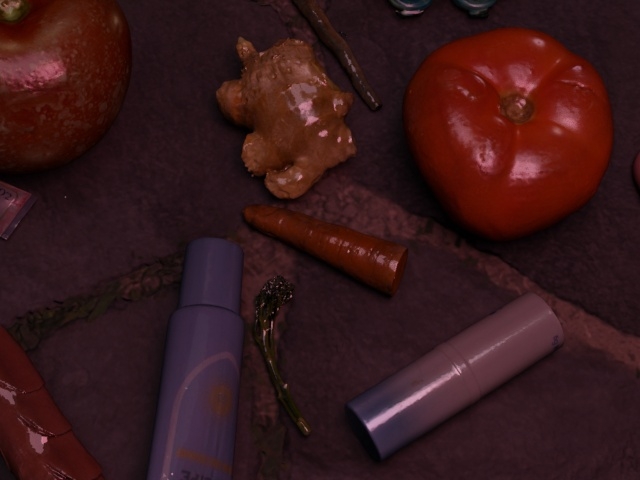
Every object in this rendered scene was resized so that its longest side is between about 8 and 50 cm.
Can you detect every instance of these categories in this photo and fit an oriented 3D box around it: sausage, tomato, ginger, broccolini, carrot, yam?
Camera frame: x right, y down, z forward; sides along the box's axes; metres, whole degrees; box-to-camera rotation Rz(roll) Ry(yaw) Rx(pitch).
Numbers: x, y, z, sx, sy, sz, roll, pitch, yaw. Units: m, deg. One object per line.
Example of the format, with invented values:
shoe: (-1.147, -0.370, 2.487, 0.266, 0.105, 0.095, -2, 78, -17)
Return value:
sausage: (-0.277, 0.252, 1.231, 0.088, 0.088, 0.433, -34, 70, -15)
tomato: (0.219, -0.122, 1.348, 0.260, 0.180, 0.259, 1, 67, -2)
tomato: (-0.357, -0.198, 1.360, 0.270, 0.222, 0.270, 3, 45, -3)
ginger: (-0.043, -0.164, 1.410, 0.157, 0.102, 0.216, -36, 74, 13)
broccolini: (-0.046, 0.132, 1.317, 0.052, 0.054, 0.194, -19, 71, 24)
carrot: (0.000, 0.000, 1.364, 0.210, 0.061, 0.061, 22, 67, 14)
yam: (0.017, -0.260, 1.496, 0.027, 0.029, 0.234, -43, 68, 27)

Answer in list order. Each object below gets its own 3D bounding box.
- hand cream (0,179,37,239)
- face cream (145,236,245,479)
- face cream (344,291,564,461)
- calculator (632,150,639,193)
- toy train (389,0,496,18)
hand cream: (-0.452, -0.075, 1.402, 0.210, 0.043, 0.067, 28, 64, 6)
face cream: (-0.133, 0.180, 1.255, 0.086, 0.135, 0.385, -17, 57, 35)
face cream: (0.149, 0.149, 1.280, 0.250, 0.077, 0.077, -30, 69, -15)
calculator: (0.523, -0.030, 1.381, 0.220, 0.048, 0.329, -30, 67, -11)
toy train: (0.162, -0.386, 1.507, 0.203, 0.112, 0.163, 0, 60, -3)
